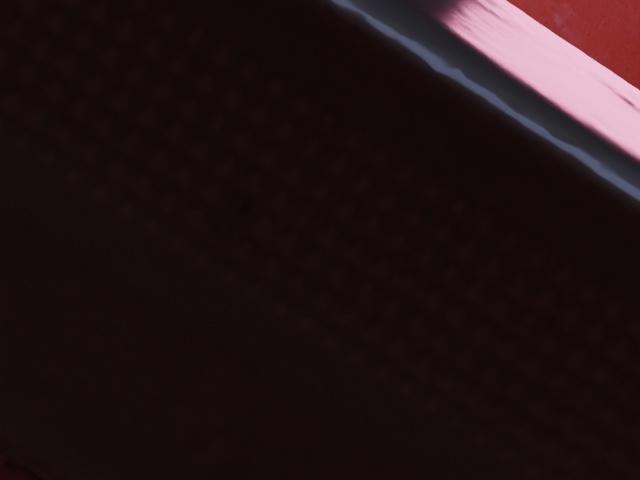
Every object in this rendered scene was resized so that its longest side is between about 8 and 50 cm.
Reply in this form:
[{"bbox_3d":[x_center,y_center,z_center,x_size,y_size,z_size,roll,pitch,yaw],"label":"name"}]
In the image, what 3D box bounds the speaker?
[{"bbox_3d":[0.000,0.000,0.415,0.406,0.183,0.184,32,13,-3],"label":"speaker"}]
